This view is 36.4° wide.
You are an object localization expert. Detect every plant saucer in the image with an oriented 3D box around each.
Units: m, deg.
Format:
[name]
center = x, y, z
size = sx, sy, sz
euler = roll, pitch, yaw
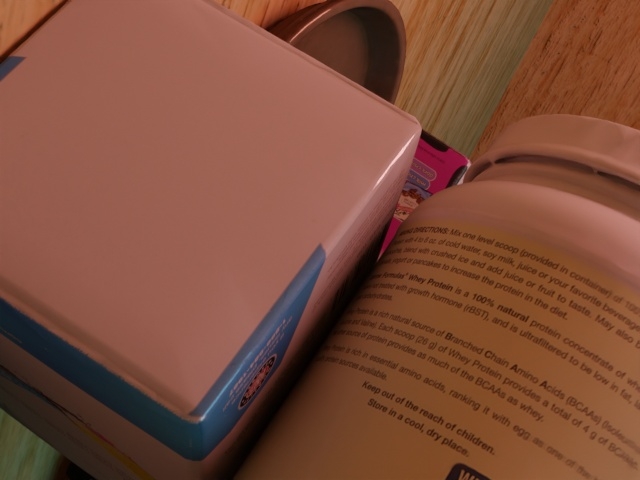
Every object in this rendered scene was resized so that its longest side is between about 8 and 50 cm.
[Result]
[plant saucer]
center = -0.023, -0.096, 0.864
size = 0.278, 0.041, 0.278
euler = -44, 157, -24

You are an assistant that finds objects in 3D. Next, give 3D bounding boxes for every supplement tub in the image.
[supplement tub]
center = 0.102, 0.116, 0.542
size = 0.325, 0.235, 0.235
euler = -55, 169, -17

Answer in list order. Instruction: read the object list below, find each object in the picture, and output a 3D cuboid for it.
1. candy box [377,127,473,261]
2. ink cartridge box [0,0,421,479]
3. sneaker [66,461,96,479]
[candy box]
center = 0.000, 0.000, 0.782
size = 0.233, 0.159, 0.071
euler = -55, 157, 4
[ink cartridge box]
center = -0.092, 0.024, 0.582
size = 0.198, 0.197, 0.270
euler = -53, 168, -27
[sneaker]
center = -0.153, 0.200, 0.954
size = 0.146, 0.122, 0.331
euler = -10, 144, -50
